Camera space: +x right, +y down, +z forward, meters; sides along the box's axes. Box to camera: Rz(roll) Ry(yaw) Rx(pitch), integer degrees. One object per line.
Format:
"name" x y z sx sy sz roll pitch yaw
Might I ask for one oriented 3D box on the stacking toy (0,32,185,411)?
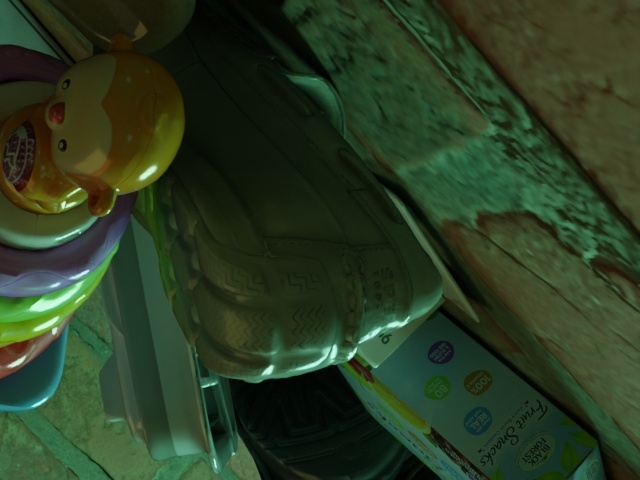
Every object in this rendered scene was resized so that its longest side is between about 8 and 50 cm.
"stacking toy" -0.139 -0.021 0.548 0.166 0.175 0.302 13 165 -30

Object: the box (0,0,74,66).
"box" -0.397 -0.222 1.264 0.290 0.169 0.087 50 172 -32

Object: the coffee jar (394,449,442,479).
"coffee jar" 0.117 0.263 1.370 0.096 0.079 0.184 56 169 -15

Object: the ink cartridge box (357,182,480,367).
"ink cartridge box" 0.000 0.000 0.774 0.115 0.067 0.198 53 169 -33

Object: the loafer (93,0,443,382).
"loafer" -0.044 -0.047 0.639 0.319 0.111 0.112 -121 30 -47

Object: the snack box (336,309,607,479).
"snack box" 0.101 0.126 0.873 0.207 0.070 0.174 41 170 31

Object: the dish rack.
"dish rack" -0.121 0.024 0.911 0.333 0.072 0.285 110 150 -84

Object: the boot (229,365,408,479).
"boot" 0.021 0.268 1.244 0.367 0.146 0.445 -127 19 -56

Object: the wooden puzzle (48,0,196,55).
"wooden puzzle" -0.151 -0.244 0.381 0.322 0.080 0.348 44 166 9
